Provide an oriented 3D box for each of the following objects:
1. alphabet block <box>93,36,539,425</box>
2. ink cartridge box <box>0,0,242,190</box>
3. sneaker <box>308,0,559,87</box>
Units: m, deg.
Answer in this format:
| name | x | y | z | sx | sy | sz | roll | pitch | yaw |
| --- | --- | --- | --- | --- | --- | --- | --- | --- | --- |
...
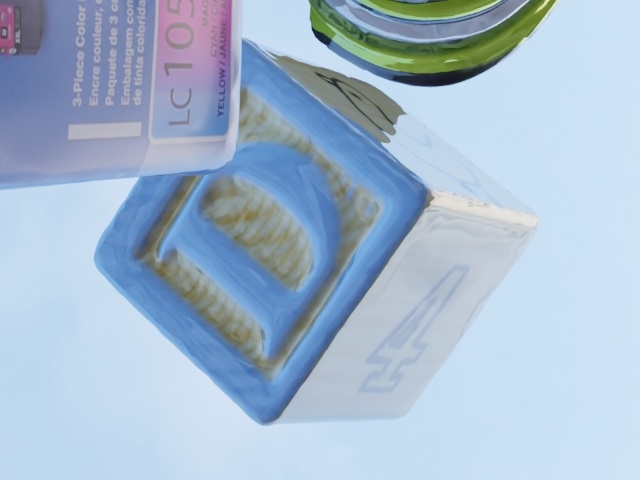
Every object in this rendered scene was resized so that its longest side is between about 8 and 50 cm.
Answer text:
| name | x | y | z | sx | sy | sz | roll | pitch | yaw |
| --- | --- | --- | --- | --- | --- | --- | --- | --- | --- |
| alphabet block | 0.000 | 0.000 | 1.098 | 0.192 | 0.197 | 0.193 | 42 | -75 | 24 |
| ink cartridge box | -0.240 | -0.087 | 0.538 | 0.395 | 0.270 | 0.151 | -6 | -82 | -61 |
| sneaker | 0.090 | -0.194 | 0.510 | 0.111 | 0.121 | 0.300 | 26 | -103 | 10 |
